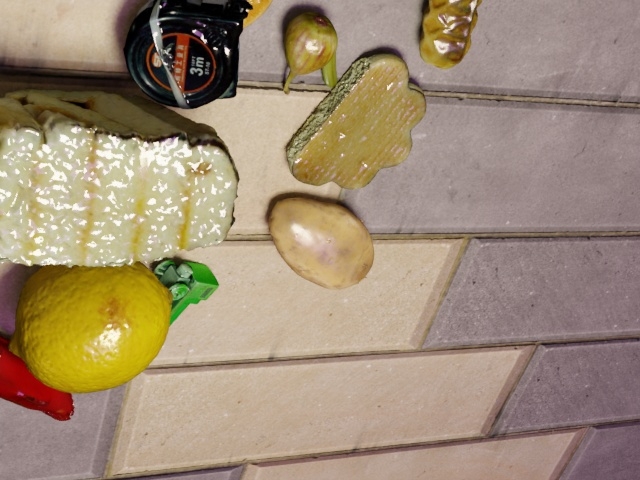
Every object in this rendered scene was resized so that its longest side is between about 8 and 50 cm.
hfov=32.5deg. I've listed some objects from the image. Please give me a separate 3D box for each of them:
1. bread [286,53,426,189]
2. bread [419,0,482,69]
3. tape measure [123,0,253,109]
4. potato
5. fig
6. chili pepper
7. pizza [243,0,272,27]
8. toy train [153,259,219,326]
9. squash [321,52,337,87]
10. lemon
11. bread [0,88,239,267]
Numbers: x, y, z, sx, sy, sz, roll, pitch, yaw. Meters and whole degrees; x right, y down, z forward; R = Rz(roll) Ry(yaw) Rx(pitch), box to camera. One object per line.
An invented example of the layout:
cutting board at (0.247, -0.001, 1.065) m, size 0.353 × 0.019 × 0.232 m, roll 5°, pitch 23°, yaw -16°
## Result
bread at (0.078, -0.198, 1.964) m, size 0.207 × 0.056 × 0.286 m, roll 31°, pitch 111°, yaw -39°
bread at (0.226, -0.407, 1.831) m, size 0.087 × 0.098 × 0.269 m, roll 20°, pitch 130°, yaw 11°
tape measure at (-0.206, -0.295, 1.678) m, size 0.181 × 0.107 × 0.182 m, roll 12°, pitch 132°, yaw -4°
potato at (-0.003, 0.004, 2.068) m, size 0.235 × 0.128 × 0.161 m, roll 11°, pitch 107°, yaw -29°
fig at (-0.018, -0.295, 1.806) m, size 0.093 × 0.093 × 0.166 m, roll -10°, pitch 132°, yaw -19°
chili pepper at (-0.567, 0.246, 2.011) m, size 0.110 × 0.110 × 0.387 m, roll -36°, pitch 139°, yaw 7°
pizza at (-0.129, -0.391, 1.696) m, size 0.131 × 0.041 × 0.178 m, roll 10°, pitch 124°, yaw -37°
toy train at (-0.305, 0.135, 2.059) m, size 0.251 × 0.085 × 0.119 m, roll -47°, pitch 149°, yaw 22°
squash at (0.015, -0.296, 1.866) m, size 0.028 × 0.027 × 0.083 m, roll -16°, pitch 135°, yaw -13°
lemon at (-0.396, 0.139, 1.895) m, size 0.267 × 0.267 × 0.267 m, roll -14°, pitch 134°, yaw -15°
bread at (-0.348, -0.114, 1.695) m, size 0.395 × 0.264 × 0.239 m, roll -1°, pitch 117°, yaw -27°
